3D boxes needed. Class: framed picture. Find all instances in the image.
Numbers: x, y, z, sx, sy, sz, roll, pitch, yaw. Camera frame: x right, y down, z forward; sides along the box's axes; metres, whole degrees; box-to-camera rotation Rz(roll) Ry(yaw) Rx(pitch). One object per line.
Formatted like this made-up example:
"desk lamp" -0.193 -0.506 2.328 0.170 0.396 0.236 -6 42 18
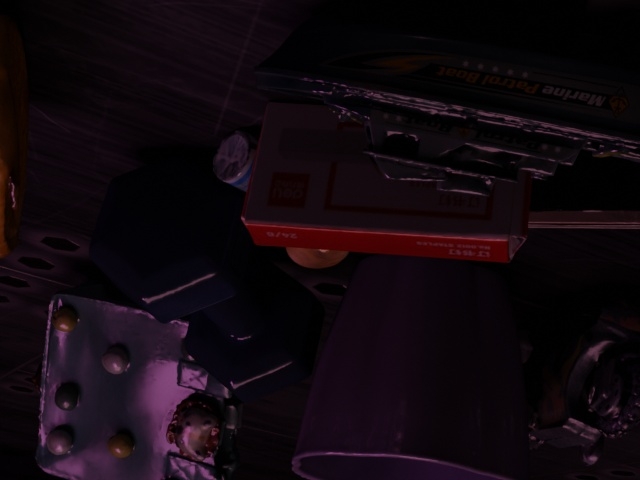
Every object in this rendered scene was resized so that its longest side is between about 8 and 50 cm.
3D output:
"framed picture" 0.182 -0.020 1.083 0.249 0.016 0.184 0 180 18

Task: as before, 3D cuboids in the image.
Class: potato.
"potato" 0.000 0.000 1.231 0.068 0.062 0.083 -18 -172 -10

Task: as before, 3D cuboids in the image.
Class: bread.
"bread" -0.303 -0.079 0.955 0.142 0.196 0.270 2 164 -10

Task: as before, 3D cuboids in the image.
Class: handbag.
"handbag" -0.230 0.195 1.500 0.274 0.269 0.100 16 -165 23

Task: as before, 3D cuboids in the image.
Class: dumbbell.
"dumbbell" -0.105 0.047 1.238 0.160 0.144 0.325 38 171 29

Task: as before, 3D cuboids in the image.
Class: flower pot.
"flower pot" 0.107 0.153 1.340 0.265 0.243 0.265 6 157 3

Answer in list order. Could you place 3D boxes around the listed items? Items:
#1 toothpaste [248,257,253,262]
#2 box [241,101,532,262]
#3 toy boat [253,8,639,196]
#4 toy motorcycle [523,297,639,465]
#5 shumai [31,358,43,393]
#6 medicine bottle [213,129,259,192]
"toothpaste" -0.084 0.033 1.417 0.024 0.015 0.083 -6 151 16
"box" 0.059 -0.049 0.994 0.229 0.123 0.050 5 155 11
"toy boat" 0.096 -0.096 0.860 0.296 0.122 0.114 9 -177 7
"toy motorcycle" 0.300 0.156 1.382 0.108 0.173 0.307 25 162 -11
"shumai" -0.271 0.172 1.685 0.218 0.189 0.256 32 170 -11
"medicine bottle" -0.014 -0.044 1.133 0.051 0.051 0.191 -13 150 44
